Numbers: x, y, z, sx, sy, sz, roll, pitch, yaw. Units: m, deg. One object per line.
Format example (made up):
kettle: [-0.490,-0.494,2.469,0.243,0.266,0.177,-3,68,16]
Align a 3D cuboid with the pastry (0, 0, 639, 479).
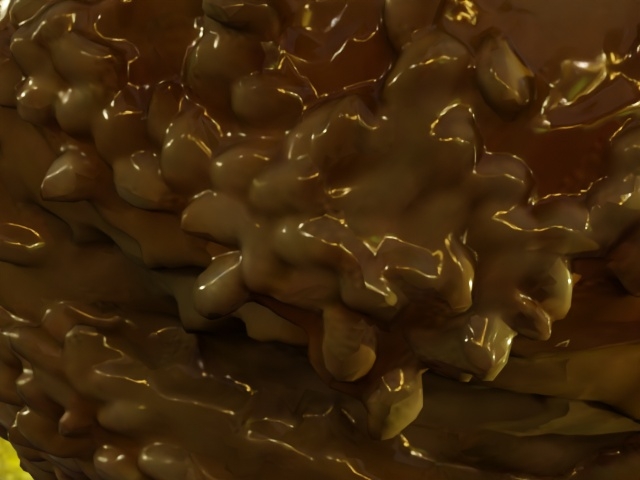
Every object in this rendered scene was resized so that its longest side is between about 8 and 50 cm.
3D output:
pastry: [0.000,0.000,0.433,0.284,0.184,0.315,26,-43,-3]
